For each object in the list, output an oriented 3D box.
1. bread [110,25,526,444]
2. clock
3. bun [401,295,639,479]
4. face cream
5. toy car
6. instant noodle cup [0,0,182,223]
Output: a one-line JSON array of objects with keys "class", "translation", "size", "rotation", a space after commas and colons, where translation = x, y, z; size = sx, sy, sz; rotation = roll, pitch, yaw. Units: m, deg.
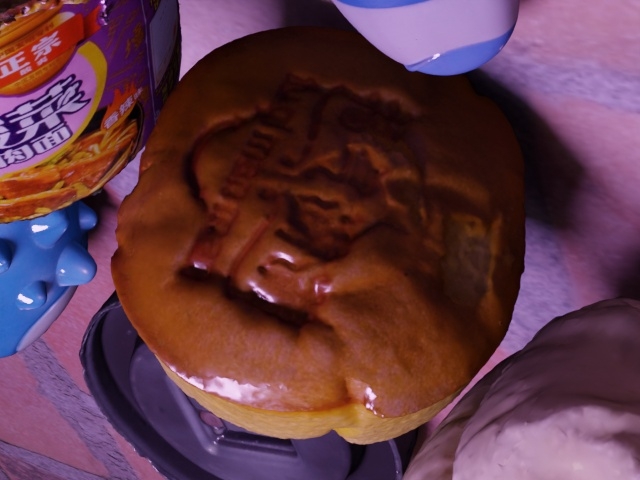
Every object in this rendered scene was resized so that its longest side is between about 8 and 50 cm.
[{"class": "bread", "translation": [0.000, 0.000, 0.977], "size": [0.270, 0.270, 0.148], "rotation": [30, 159, 9]}, {"class": "clock", "translation": [-0.065, 0.146, 1.410], "size": [0.325, 0.067, 0.325], "rotation": [18, 140, 15]}, {"class": "bun", "translation": [0.218, 0.144, 0.911], "size": [0.365, 0.365, 0.219], "rotation": [14, 115, 34]}, {"class": "face cream", "translation": [0.026, -0.197, 0.836], "size": [0.149, 0.083, 0.264], "rotation": [7, 141, 43]}, {"class": "toy car", "translation": [-0.286, -0.008, 1.344], "size": [0.190, 0.188, 0.255], "rotation": [10, 141, 27]}, {"class": "instant noodle cup", "translation": [-0.223, -0.170, 0.922], "size": [0.339, 0.340, 0.266], "rotation": [25, 158, 17]}]
